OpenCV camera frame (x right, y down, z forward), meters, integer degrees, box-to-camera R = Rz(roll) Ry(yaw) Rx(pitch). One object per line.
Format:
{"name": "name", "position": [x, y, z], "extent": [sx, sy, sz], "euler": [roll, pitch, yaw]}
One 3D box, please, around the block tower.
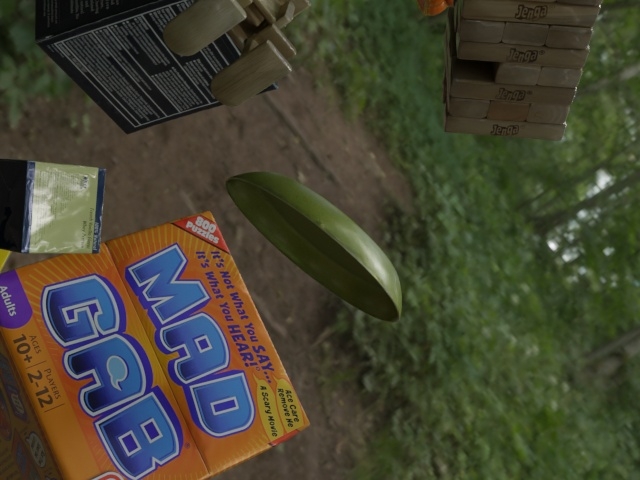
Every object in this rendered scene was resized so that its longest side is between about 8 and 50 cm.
{"name": "block tower", "position": [0.138, -0.215, 0.554], "extent": [0.335, 0.097, 0.091], "euler": [94, 0, -50]}

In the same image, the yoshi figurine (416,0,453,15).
{"name": "yoshi figurine", "position": [0.294, -0.470, 1.283], "extent": [0.203, 0.362, 0.203], "euler": [-103, 172, -64]}

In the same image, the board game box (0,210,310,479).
{"name": "board game box", "position": [-0.307, 0.221, 1.344], "extent": [0.356, 0.356, 0.356], "euler": [-37, -104, 52]}

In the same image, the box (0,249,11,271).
{"name": "box", "position": [-0.546, 0.003, 1.043], "extent": [0.290, 0.279, 0.177], "euler": [37, -30, -32]}

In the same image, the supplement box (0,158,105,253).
{"name": "supplement box", "position": [-0.252, -0.031, 0.825], "extent": [0.056, 0.083, 0.083], "euler": [8, 5, 40]}

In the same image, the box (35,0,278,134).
{"name": "box", "position": [-0.260, -0.353, 1.468], "extent": [0.296, 0.294, 0.182], "euler": [53, 26, -62]}

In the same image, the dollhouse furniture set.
{"name": "dollhouse furniture set", "position": [-0.147, -0.282, 1.008], "extent": [0.242, 0.161, 0.212], "euler": [47, 31, -27]}

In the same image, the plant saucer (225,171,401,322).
{"name": "plant saucer", "position": [0.000, 0.000, 0.973], "extent": [0.241, 0.037, 0.241], "euler": [37, -13, 10]}
